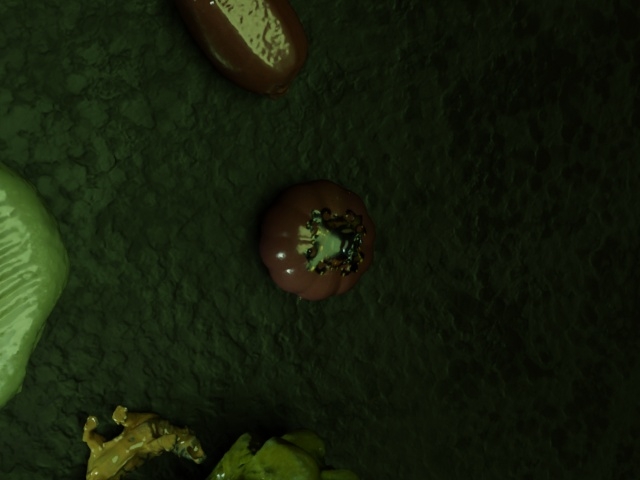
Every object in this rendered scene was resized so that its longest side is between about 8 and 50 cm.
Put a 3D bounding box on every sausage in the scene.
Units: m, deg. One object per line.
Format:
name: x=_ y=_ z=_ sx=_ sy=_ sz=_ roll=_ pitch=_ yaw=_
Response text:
sausage: x=-0.113 y=-0.310 z=1.166 sx=0.148 sy=0.148 sz=0.254 roll=-38 pitch=106 yaw=-16

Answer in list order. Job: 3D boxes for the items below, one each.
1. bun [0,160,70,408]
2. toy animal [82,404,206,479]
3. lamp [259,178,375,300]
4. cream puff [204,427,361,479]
bun: x=-0.477 y=0.044 z=0.984 sx=0.349 sy=0.227 sz=0.352 roll=-43 pitch=114 yaw=-15
toy animal: x=-0.297 y=0.320 z=1.184 sx=0.255 sy=0.114 sz=0.116 roll=-34 pitch=152 yaw=-13
lamp: x=0.000 y=0.000 z=1.249 sx=0.182 sy=0.140 sz=0.182 roll=-1 pitch=93 yaw=-26
cream puff: x=-0.103 y=0.426 z=1.175 sx=0.274 sy=0.270 sz=0.323 roll=9 pitch=84 yaw=-44
